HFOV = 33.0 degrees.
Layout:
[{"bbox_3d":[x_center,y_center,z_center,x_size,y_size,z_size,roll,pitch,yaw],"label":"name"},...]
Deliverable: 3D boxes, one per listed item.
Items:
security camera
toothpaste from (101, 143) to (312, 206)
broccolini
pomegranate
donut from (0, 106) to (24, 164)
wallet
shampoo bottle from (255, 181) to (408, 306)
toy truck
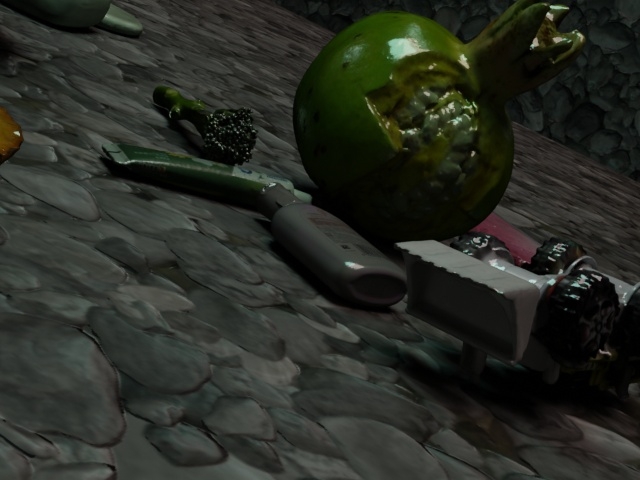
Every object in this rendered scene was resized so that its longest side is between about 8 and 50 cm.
[{"bbox_3d":[-0.337,-0.343,1.486,0.157,0.080,0.301,26,12,8],"label":"security camera"},{"bbox_3d":[-0.093,-0.054,0.952,0.204,0.031,0.049,13,17,-33],"label":"toothpaste"},{"bbox_3d":[-0.122,-0.122,1.116,0.058,0.067,0.216,20,6,-29],"label":"broccolini"},{"bbox_3d":[0.114,-0.134,1.056,0.236,0.302,0.236,41,24,-24],"label":"pomegranate"},{"bbox_3d":[-0.266,-0.052,0.587,0.174,0.074,0.190,34,21,27],"label":"donut"},{"bbox_3d":[0.203,-0.013,1.289,0.119,0.025,0.232,13,19,-39],"label":"wallet"},{"bbox_3d":[0.000,0.000,0.892,0.080,0.040,0.165,10,20,-42],"label":"shampoo bottle"},{"bbox_3d":[0.172,0.061,0.820,0.286,0.111,0.136,7,13,-44],"label":"toy truck"}]
